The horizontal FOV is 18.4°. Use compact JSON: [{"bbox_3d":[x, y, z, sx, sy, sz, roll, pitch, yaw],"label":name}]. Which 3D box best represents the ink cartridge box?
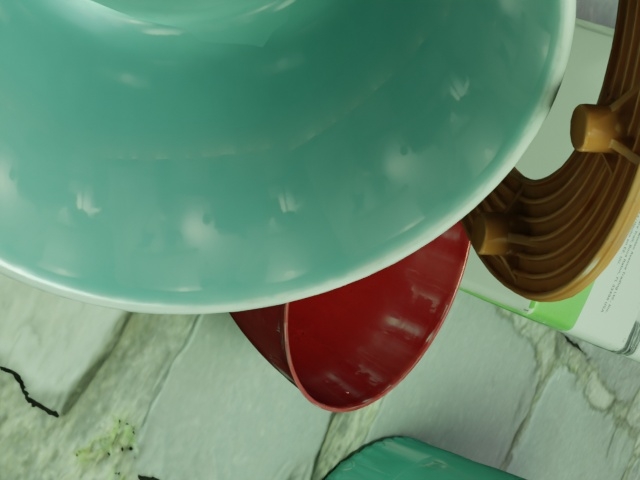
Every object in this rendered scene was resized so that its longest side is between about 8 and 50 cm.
[{"bbox_3d":[0.199,-0.030,1.411,0.273,0.115,0.198,22,89,-56],"label":"ink cartridge box"}]

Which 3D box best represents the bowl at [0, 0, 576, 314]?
[{"bbox_3d":[-0.054,-0.132,0.883,0.163,0.312,0.311,-100,174,-45],"label":"bowl"}]

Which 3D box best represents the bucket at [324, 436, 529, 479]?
[{"bbox_3d":[0.090,0.279,1.366,0.281,0.183,0.281,-30,131,-43],"label":"bucket"}]

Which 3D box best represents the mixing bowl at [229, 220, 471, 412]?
[{"bbox_3d":[0.000,0.000,1.160,0.181,0.098,0.181,-32,132,-44],"label":"mixing bowl"}]

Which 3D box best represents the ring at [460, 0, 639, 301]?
[{"bbox_3d":[0.098,-0.138,0.957,0.032,0.336,0.336,1,112,-15],"label":"ring"}]
